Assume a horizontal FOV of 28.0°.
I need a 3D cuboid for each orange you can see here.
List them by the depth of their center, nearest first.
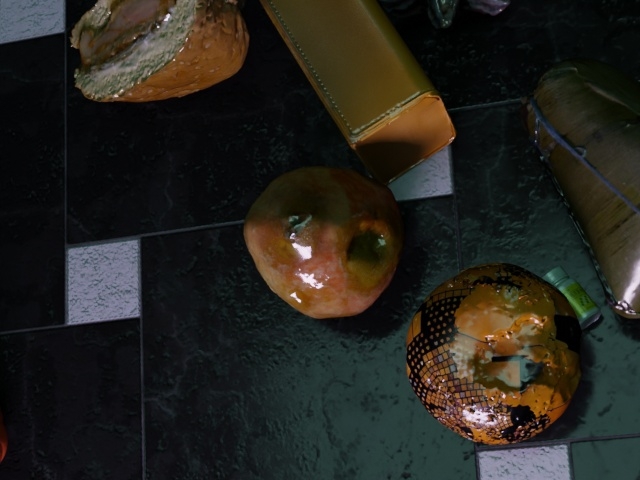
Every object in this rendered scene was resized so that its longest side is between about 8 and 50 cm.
[{"bbox_3d":[0.224,0.146,1.662,0.234,0.182,0.234,-1,87,14],"label":"orange"}]

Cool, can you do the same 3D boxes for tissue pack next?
[{"bbox_3d":[0.055,-0.244,1.807,0.145,0.194,0.274,-34,70,6],"label":"tissue pack"}]

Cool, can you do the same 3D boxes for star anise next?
[{"bbox_3d":[0.172,-0.400,1.859,0.236,0.109,0.223,22,77,5],"label":"star anise"}]

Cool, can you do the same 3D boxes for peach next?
[{"bbox_3d":[0.000,0.000,1.743,0.214,0.235,0.214,-4,80,25],"label":"peach"}]

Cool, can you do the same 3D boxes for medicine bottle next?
[{"bbox_3d":[0.332,0.078,1.717,0.047,0.047,0.083,-38,69,5],"label":"medicine bottle"}]

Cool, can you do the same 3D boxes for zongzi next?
[{"bbox_3d":[0.443,-0.139,1.598,0.393,0.174,0.356,-49,59,45],"label":"zongzi"}]

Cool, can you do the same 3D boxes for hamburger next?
[{"bbox_3d":[-0.207,-0.303,1.906,0.330,0.209,0.162,-24,76,48],"label":"hamburger"}]

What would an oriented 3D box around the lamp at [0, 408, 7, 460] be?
[{"bbox_3d":[-0.553,0.281,1.863,0.164,0.187,0.187,-23,71,12],"label":"lamp"}]
